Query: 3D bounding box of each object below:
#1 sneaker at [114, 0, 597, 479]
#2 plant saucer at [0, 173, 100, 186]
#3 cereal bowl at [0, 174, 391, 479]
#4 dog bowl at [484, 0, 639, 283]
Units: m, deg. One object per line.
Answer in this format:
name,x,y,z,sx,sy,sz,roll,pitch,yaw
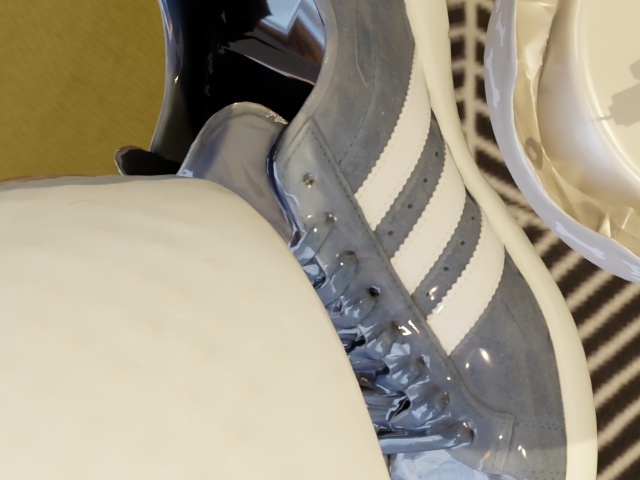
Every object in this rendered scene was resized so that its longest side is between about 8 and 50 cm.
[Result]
sneaker,0.000,0.000,0.710,0.131,0.148,0.350,-18,92,45
plant saucer,-0.219,0.021,1.208,0.278,0.278,0.041,-3,119,8
cereal bowl,-0.101,0.148,0.444,0.141,0.339,0.338,2,77,-24
dog bowl,0.276,-0.120,1.239,0.349,0.102,0.348,4,79,-19
